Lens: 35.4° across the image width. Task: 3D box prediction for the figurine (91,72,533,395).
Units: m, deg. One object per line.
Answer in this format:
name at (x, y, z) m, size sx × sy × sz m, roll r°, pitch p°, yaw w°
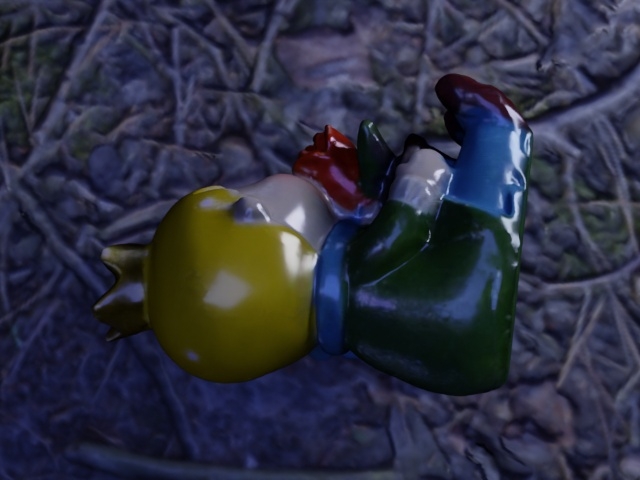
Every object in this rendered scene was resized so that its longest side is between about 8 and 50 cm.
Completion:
figurine at (-0.003, -0.007, 0.567) m, size 0.234 × 0.127 × 0.185 m, roll 6°, pitch 84°, yaw 16°
